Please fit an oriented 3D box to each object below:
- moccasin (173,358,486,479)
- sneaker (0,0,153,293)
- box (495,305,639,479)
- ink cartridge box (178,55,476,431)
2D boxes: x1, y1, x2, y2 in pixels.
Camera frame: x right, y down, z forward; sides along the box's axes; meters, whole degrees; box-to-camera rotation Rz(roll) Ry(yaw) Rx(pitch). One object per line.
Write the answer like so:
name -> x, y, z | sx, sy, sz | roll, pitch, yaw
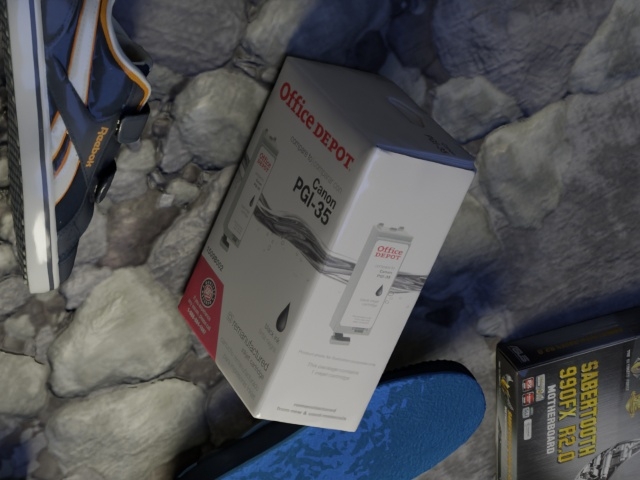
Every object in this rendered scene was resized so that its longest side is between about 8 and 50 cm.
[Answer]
moccasin -> -0.006, 0.195, 1.912 | 0.342, 0.117, 0.137 | -20, 113, -8
sneaker -> -0.208, -0.102, 1.628 | 0.128, 0.126, 0.321 | -6, 119, -16
box -> 0.284, 0.200, 2.081 | 0.183, 0.056, 0.231 | -13, 123, -17
ink cartridge box -> 0.000, 0.000, 1.735 | 0.117, 0.207, 0.283 | 11, 112, -32
